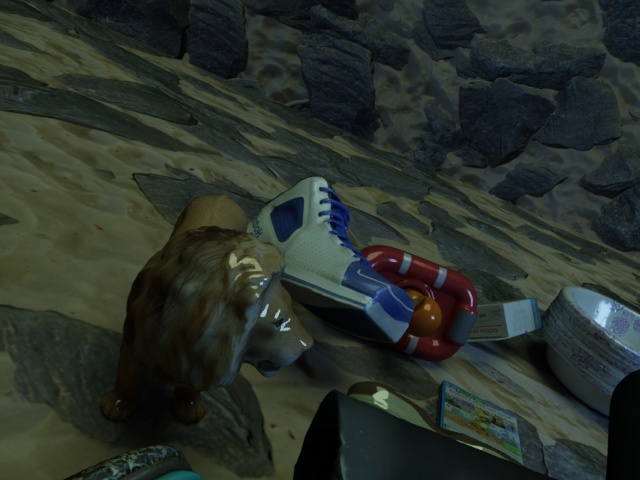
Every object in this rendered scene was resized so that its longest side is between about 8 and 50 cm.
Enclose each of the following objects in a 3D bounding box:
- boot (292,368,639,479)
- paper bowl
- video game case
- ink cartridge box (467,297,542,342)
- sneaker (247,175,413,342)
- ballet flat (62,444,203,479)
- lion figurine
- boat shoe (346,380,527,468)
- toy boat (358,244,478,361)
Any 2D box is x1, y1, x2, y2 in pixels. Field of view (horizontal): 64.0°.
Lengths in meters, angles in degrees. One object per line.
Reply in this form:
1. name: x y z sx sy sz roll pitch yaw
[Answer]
1. boot: 0.195 0.226 0.462 0.445 0.146 0.367 16 43 -8
2. paper bowl: 0.546 0.221 0.956 0.284 0.148 0.284 21 23 -9
3. video game case: 0.214 0.265 0.690 0.119 0.015 0.166 27 22 6
4. ink cartridge box: 0.314 0.144 0.933 0.104 0.061 0.181 -15 -10 43
5. sneaker: -0.001 0.000 0.712 0.316 0.182 0.127 20 -21 41
6. ballet flat: -0.203 0.240 0.160 0.182 0.164 0.483 6 23 7
7. lion figurine: -0.129 0.034 0.551 0.142 0.240 0.392 15 24 -22
8. boat shoe: 0.125 0.257 0.549 0.257 0.095 0.095 30 53 -2
9. toy boat: 0.134 0.100 0.767 0.231 0.151 0.151 21 3 -7
